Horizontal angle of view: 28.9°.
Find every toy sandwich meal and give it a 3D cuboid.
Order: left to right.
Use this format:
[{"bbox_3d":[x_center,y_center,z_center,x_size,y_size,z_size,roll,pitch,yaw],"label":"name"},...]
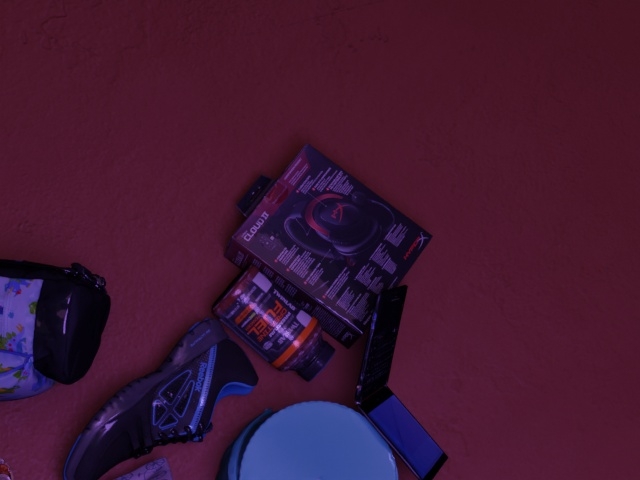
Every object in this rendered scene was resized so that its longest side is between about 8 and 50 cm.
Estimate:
[{"bbox_3d":[-0.501,0.362,1.858,0.085,0.029,0.085,4,71,-11],"label":"toy sandwich meal"}]

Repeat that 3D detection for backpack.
[{"bbox_3d":[-0.518,0.132,1.810,0.355,0.290,0.273,15,84,0],"label":"backpack"}]

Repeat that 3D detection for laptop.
[{"bbox_3d":[0.144,0.215,1.917,0.136,0.234,0.264,12,93,13],"label":"laptop"}]

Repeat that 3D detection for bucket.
[{"bbox_3d":[-0.020,0.376,1.874,0.281,0.183,0.281,4,71,-11],"label":"bucket"}]

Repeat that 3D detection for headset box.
[{"bbox_3d":[0.000,0.000,2.044,0.293,0.110,0.218,36,68,1],"label":"headset box"}]

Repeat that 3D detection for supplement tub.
[{"bbox_3d":[-0.071,0.136,1.980,0.198,0.106,0.106,41,68,-5],"label":"supplement tub"}]

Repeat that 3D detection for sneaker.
[{"bbox_3d":[-0.242,0.268,1.894,0.341,0.125,0.139,-42,85,-20],"label":"sneaker"}]

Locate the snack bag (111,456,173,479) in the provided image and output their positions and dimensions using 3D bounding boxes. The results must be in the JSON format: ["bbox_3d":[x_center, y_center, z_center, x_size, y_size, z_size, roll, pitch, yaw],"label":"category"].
[{"bbox_3d":[-0.349,0.427,1.707,0.342,0.323,0.037,-27,102,-6],"label":"snack bag"}]
